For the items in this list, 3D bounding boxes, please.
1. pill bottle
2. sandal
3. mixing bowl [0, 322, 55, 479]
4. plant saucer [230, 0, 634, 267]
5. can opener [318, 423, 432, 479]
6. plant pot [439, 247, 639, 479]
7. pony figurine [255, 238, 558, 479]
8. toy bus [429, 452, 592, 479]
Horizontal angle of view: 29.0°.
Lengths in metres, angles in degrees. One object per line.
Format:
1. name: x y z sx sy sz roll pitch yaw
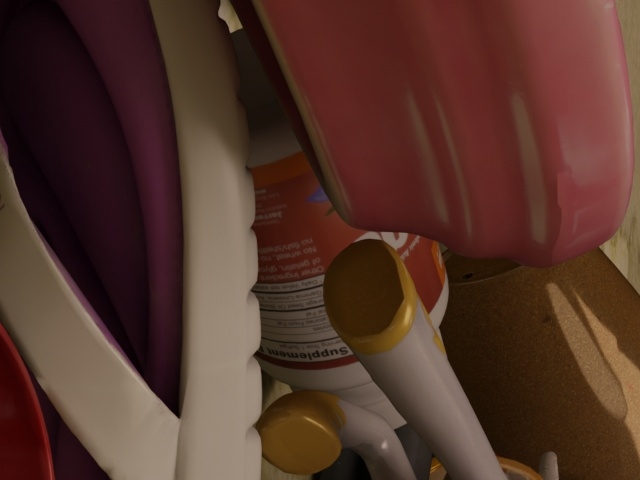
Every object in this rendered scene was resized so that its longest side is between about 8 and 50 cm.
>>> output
1. pill bottle: 0.000 0.000 0.661 0.121 0.121 0.216 -65 144 -44
2. sandal: -0.099 0.026 0.441 0.102 0.169 0.417 -12 100 -36
3. mixing bowl: -0.165 0.088 0.329 0.181 0.098 0.182 -2 90 -66
4. plant saucer: -0.007 -0.133 0.428 0.332 0.084 0.332 64 0 1
5. can opener: 0.021 0.179 0.754 0.093 0.074 0.280 59 38 -46
6. plant pot: 0.187 0.114 0.974 0.254 0.237 0.237 67 30 -15
7. pony figurine: 0.108 0.215 0.589 0.363 0.302 0.351 41 27 -49
8. toy bus: 0.103 0.232 0.858 0.104 0.190 0.202 105 -1 -51
